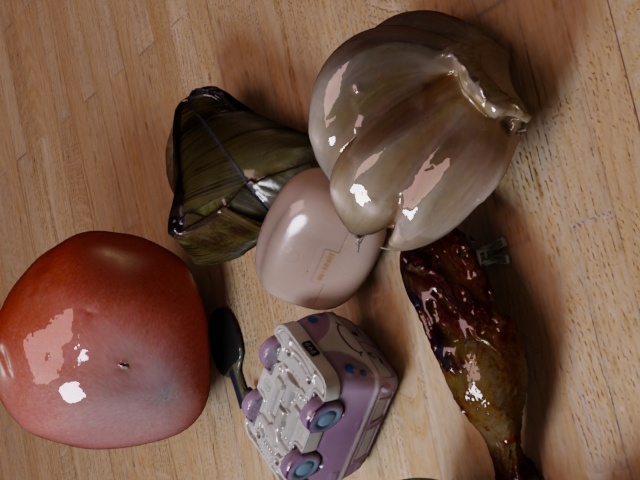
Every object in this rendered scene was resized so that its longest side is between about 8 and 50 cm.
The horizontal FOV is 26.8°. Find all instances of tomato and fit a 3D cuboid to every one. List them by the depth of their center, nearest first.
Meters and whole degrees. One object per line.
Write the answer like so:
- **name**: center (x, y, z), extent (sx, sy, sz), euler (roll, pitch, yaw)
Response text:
- **tomato**: center (-0.318, 0.160, 1.976), extent (0.273, 0.341, 0.341), euler (-136, 48, -59)

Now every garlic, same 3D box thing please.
- **garlic**: center (0.099, -0.121, 1.423), extent (0.292, 0.210, 0.237), euler (-33, 83, 37)

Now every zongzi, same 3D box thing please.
- **zongzi**: center (-0.061, -0.129, 1.759), extent (0.300, 0.138, 0.286), euler (-28, 41, 21)

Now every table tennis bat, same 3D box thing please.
- **table tennis bat**: center (-0.135, 0.175, 1.998), extent (0.095, 0.014, 0.158), euler (-48, 55, 49)

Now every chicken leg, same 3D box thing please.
- **chicken leg**: center (0.159, 0.123, 1.445), extent (0.177, 0.083, 0.322), euler (90, 157, -62)

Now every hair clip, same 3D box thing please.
- **hair clip**: center (0.160, 0.022, 1.487), extent (0.115, 0.039, 0.030), euler (-21, 76, 59)

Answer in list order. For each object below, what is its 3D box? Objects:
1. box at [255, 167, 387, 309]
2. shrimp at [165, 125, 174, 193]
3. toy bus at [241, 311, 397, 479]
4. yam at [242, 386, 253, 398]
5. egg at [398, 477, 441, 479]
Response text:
- **box**: center (0.000, 0.000, 1.635), extent (0.088, 0.146, 0.200), euler (-84, 13, -47)
- **shrimp**: center (-0.176, -0.096, 1.974), extent (0.251, 0.052, 0.143), euler (53, 135, 39)
- **toy bus**: center (0.000, 0.194, 1.671), extent (0.142, 0.142, 0.202), euler (53, 138, 37)
- **yam**: center (-0.057, 0.305, 1.888), extent (0.234, 0.027, 0.029), euler (63, 178, 26)
- **egg**: center (0.124, 0.383, 1.442), extent (0.220, 0.220, 0.269), euler (-59, 42, 44)
